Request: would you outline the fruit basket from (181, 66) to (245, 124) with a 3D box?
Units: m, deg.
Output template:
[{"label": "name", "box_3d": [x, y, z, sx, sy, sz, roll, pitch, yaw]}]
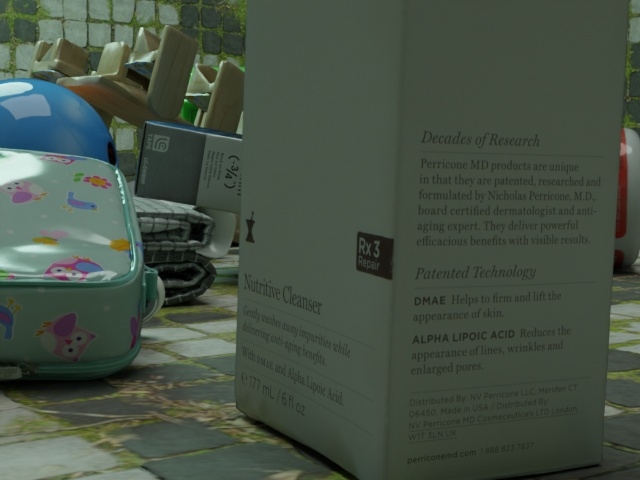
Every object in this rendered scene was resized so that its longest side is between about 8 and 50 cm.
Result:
[{"label": "fruit basket", "box_3d": [-0.161, -0.213, 2.419, 0.282, 0.392, 0.392, 0, 5, 8]}]

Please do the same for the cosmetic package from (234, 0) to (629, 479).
[{"label": "cosmetic package", "box_3d": [0.057, -0.069, 0.650, 0.156, 0.385, 0.217, -2, 5, -27]}]

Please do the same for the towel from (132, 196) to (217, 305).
[{"label": "towel", "box_3d": [-0.289, 0.014, 1.277, 0.283, 0.121, 0.235, 0, 6, -23]}]

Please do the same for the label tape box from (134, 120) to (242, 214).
[{"label": "label tape box", "box_3d": [-0.061, -0.087, 1.490, 0.333, 0.106, 0.240, 10, 6, 6]}]

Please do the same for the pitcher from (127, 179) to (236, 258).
[{"label": "pitcher", "box_3d": [-0.269, -0.040, 1.750, 0.207, 0.126, 0.177, 12, -10, 36]}]

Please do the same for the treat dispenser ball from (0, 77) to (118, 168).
[{"label": "treat dispenser ball", "box_3d": [-0.464, -0.111, 1.701, 0.288, 0.288, 0.288, 0, 5, 0]}]

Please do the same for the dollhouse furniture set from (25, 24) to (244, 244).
[{"label": "dollhouse furniture set", "box_3d": [-0.286, -0.172, 1.907, 0.362, 0.257, 0.394, 4, -14, 40]}]

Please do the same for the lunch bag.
[{"label": "lunch bag", "box_3d": [-0.254, 0.016, 0.902, 0.224, 0.108, 0.279, 4, 26, -16]}]

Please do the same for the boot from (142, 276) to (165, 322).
[{"label": "boot", "box_3d": [-0.245, 0.066, 1.005, 0.190, 0.069, 0.086, -7, 11, 11]}]

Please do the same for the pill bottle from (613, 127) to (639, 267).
[{"label": "pill bottle", "box_3d": [0.294, -0.066, 1.634, 0.362, 0.210, 0.210, 1, 5, 11]}]
